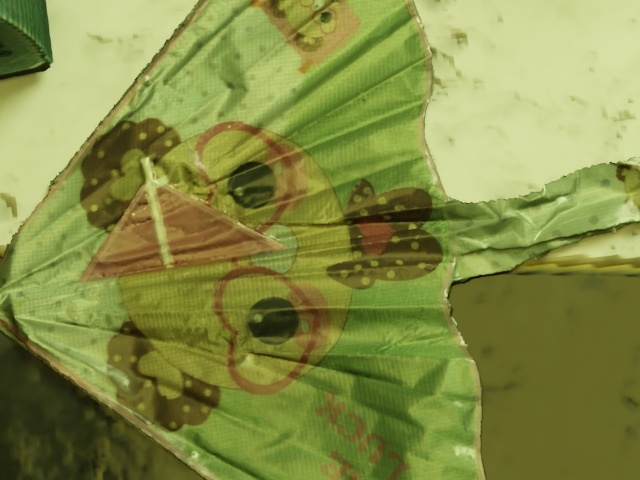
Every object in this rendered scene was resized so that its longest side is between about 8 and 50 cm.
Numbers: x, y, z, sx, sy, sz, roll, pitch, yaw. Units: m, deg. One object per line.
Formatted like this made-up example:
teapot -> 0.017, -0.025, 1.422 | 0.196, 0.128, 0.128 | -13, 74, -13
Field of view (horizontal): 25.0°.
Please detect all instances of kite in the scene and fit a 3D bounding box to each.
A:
kite -> 0.000, 0.000, 0.513 | 0.267, 0.013, 0.323 | -8, 81, 7

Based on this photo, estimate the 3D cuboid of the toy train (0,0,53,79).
toy train -> -0.163, -0.260, 0.536 | 0.089, 0.086, 0.409 | -9, 80, 6
